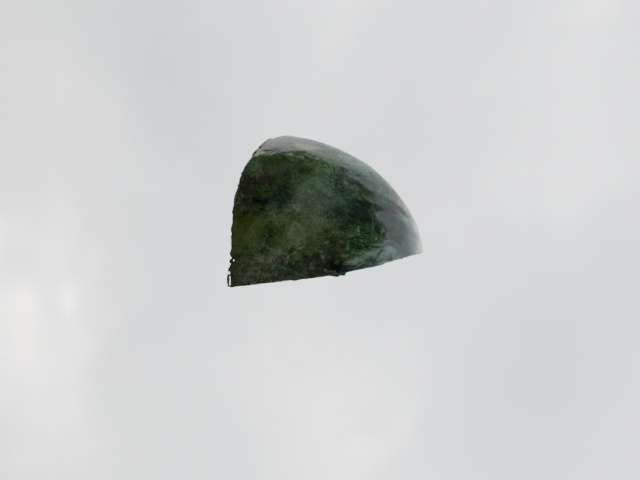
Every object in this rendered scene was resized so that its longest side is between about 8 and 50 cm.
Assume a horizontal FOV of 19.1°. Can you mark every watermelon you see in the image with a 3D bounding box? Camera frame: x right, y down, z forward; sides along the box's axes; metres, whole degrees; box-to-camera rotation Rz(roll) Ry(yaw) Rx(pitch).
[{"bbox_3d":[0.000,0.000,0.809,0.085,0.085,0.061,62,-27,23],"label":"watermelon"}]
